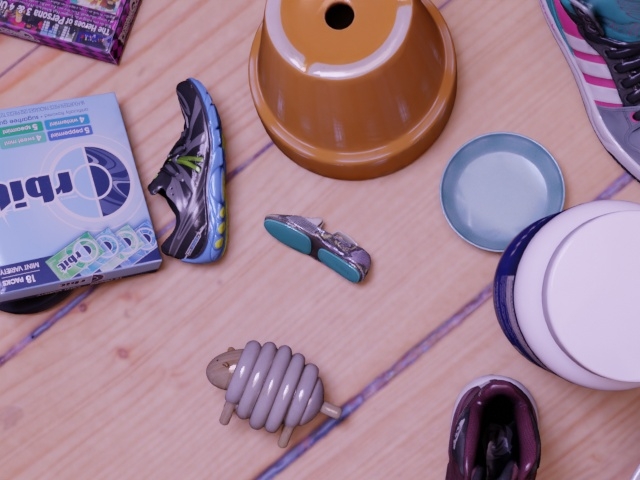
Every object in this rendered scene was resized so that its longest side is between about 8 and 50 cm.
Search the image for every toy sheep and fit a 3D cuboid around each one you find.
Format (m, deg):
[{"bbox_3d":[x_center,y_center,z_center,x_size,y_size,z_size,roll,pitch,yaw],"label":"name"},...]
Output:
[{"bbox_3d":[-0.043,0.139,1.070,0.132,0.091,0.091,20,81,-4],"label":"toy sheep"}]

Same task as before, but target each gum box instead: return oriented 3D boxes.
[{"bbox_3d":[-0.255,-0.044,1.122,0.157,0.041,0.184,-12,76,-21],"label":"gum box"}]

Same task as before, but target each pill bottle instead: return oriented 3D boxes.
[{"bbox_3d":[0.230,0.045,0.953,0.153,0.265,0.153,0,88,2],"label":"pill bottle"}]

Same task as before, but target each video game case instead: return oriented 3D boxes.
[{"bbox_3d":[-0.287,-0.312,1.212,0.232,0.042,0.210,16,79,10],"label":"video game case"}]

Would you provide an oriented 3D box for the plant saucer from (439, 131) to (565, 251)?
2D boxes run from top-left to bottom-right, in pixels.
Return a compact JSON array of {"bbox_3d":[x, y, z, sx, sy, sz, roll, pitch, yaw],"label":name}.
[{"bbox_3d":[0.175,-0.045,1.113,0.119,0.021,0.119,-2,78,7],"label":"plant saucer"}]

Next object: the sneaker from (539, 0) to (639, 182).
[{"bbox_3d":[0.296,-0.180,1.047,0.124,0.178,0.295,-28,77,0],"label":"sneaker"}]

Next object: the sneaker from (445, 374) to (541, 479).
[{"bbox_3d":[0.136,0.248,0.982,0.107,0.162,0.281,2,78,7],"label":"sneaker"}]

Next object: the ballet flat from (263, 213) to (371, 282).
[{"bbox_3d":[0.000,0.000,1.120,0.114,0.041,0.041,30,83,11],"label":"ballet flat"}]

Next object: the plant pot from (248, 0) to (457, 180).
[{"bbox_3d":[0.024,-0.178,1.073,0.205,0.188,0.205,-1,78,7],"label":"plant pot"}]

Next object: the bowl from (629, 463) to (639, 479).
[{"bbox_3d":[0.386,0.275,0.961,0.298,0.134,0.297,-2,77,8],"label":"bowl"}]

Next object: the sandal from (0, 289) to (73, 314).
[{"bbox_3d":[-0.358,-0.005,1.149,0.255,0.054,0.097,27,82,11],"label":"sandal"}]

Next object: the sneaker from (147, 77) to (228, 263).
[{"bbox_3d":[-0.131,-0.071,1.130,0.078,0.067,0.188,-1,81,0],"label":"sneaker"}]
